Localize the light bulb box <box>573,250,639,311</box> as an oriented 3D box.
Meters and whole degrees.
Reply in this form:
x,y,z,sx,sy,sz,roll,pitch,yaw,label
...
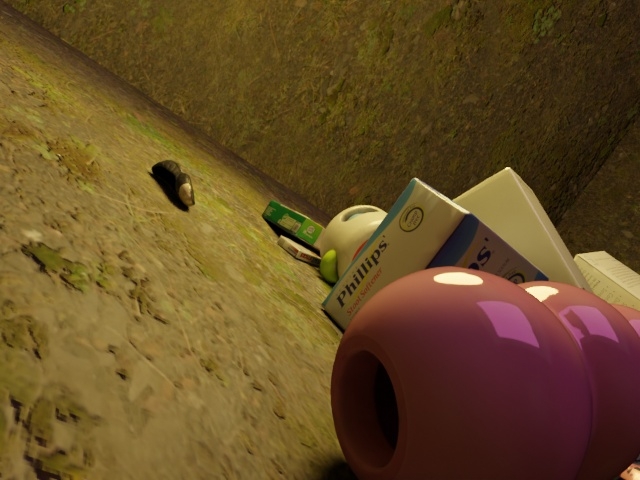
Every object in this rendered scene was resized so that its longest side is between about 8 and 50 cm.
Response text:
x,y,z,sx,sy,sz,roll,pitch,yaw,label
0.651,0.270,1.321,0.225,0.358,0.361,-3,39,-49,light bulb box

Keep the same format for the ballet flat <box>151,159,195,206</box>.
x,y,z,sx,sy,sz,roll,pitch,yaw,label
-0.260,-0.099,1.058,0.049,0.057,0.173,-14,29,-23,ballet flat

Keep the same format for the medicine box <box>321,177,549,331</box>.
x,y,z,sx,sy,sz,roll,pitch,yaw,label
0.198,0.086,1.003,0.289,0.263,0.149,30,9,-41,medicine box

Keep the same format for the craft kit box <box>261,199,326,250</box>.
x,y,z,sx,sy,sz,roll,pitch,yaw,label
0.000,0.000,1.476,0.247,0.061,0.250,35,-3,-28,craft kit box

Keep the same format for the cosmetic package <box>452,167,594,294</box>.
x,y,z,sx,sy,sz,roll,pitch,yaw,label
0.442,0.101,1.187,0.230,0.161,0.453,12,49,-59,cosmetic package

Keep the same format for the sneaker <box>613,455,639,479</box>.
x,y,z,sx,sy,sz,roll,pitch,yaw,label
0.356,0.273,0.690,0.319,0.112,0.131,-120,-170,-47,sneaker

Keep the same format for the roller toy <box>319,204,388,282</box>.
x,y,z,sx,sy,sz,roll,pitch,yaw,label
0.104,0.026,1.309,0.209,0.191,0.146,31,6,-31,roller toy

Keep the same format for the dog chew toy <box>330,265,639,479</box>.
x,y,z,sx,sy,sz,roll,pitch,yaw,label
0.179,0.123,0.509,0.332,0.206,0.206,-1,24,-27,dog chew toy

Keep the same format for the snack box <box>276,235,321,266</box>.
x,y,z,sx,sy,sz,roll,pitch,yaw,label
-0.029,0.032,1.353,0.064,0.022,0.178,36,5,31,snack box
